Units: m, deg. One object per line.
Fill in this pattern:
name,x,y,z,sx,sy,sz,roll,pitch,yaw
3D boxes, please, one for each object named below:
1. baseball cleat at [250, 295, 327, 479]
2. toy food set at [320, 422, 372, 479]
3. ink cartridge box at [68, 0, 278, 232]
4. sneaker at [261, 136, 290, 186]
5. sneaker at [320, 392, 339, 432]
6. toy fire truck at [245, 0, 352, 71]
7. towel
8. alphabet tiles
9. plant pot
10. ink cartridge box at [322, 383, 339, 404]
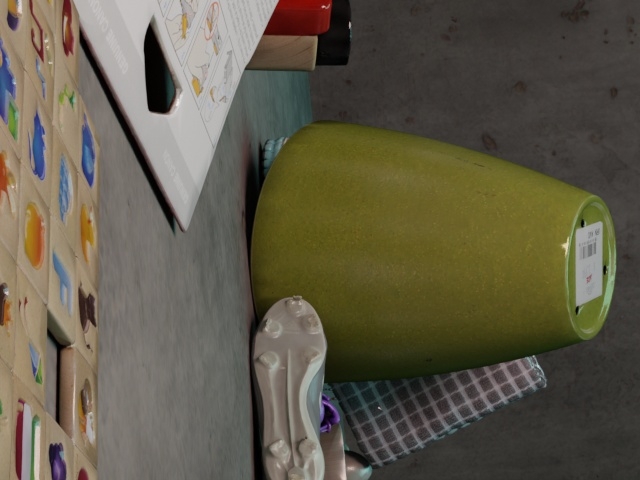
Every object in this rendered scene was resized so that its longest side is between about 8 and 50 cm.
baseball cleat,-0.034,0.156,1.235,0.109,0.072,0.206,104,-10,-54
toy food set,0.025,0.343,1.641,0.306,0.092,0.220,72,13,-75
ink cartridge box,-0.082,-0.180,0.769,0.296,0.066,0.261,77,33,-68
sneaker,0.000,0.000,1.485,0.110,0.122,0.283,79,6,-60
sneaker,-0.015,0.182,1.352,0.170,0.071,0.068,70,15,-82
toy fire truck,-0.051,-0.281,1.042,0.246,0.158,0.217,98,-9,-52
towel,0.100,0.093,1.573,0.284,0.235,0.121,62,11,8
alphabet tiles,-0.107,-0.019,0.496,0.198,0.009,0.237,78,7,-64
plant pot,0.128,0.018,1.329,0.275,0.293,0.275,-7,99,-58
ink cartridge box,0.065,0.116,1.808,0.273,0.198,0.115,79,7,-61
